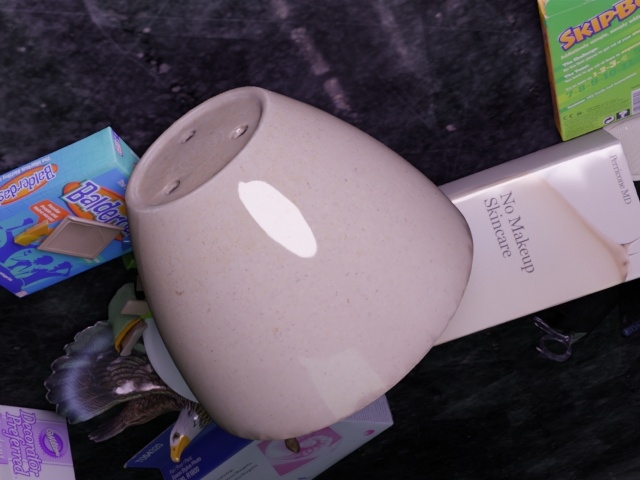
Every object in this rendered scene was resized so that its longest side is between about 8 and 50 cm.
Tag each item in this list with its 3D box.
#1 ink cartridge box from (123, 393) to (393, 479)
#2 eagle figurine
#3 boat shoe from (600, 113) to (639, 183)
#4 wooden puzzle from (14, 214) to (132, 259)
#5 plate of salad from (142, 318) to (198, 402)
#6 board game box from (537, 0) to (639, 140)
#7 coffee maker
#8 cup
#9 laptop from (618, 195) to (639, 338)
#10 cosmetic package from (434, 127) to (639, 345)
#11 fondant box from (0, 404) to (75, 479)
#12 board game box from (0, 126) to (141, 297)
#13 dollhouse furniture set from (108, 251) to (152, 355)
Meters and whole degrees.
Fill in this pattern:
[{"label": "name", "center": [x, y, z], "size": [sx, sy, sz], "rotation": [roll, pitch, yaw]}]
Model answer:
[{"label": "ink cartridge box", "center": [-0.102, 0.341, 1.843], "size": [0.330, 0.071, 0.324], "rotation": [10, 142, -40]}, {"label": "eagle figurine", "center": [-0.186, 0.195, 1.486], "size": [0.298, 0.225, 0.226], "rotation": [8, 109, 16]}, {"label": "boat shoe", "center": [0.343, -0.099, 1.338], "size": [0.233, 0.084, 0.079], "rotation": [-27, -173, 5]}, {"label": "wooden puzzle", "center": [-0.249, -0.005, 1.150], "size": [0.079, 0.014, 0.116], "rotation": [-31, 147, 32]}, {"label": "plate of salad", "center": [-0.118, 0.107, 1.372], "size": [0.200, 0.199, 0.048], "rotation": [-17, -168, 1]}, {"label": "board game box", "center": [0.298, -0.201, 1.163], "size": [0.124, 0.039, 0.259], "rotation": [-20, 153, 6]}, {"label": "coffee maker", "center": [0.368, 0.051, 1.485], "size": [0.120, 0.171, 0.178], "rotation": [12, 141, -14]}, {"label": "cup", "center": [-0.053, -0.008, 1.087], "size": [0.331, 0.331, 0.237], "rotation": [-28, 122, 19]}, {"label": "laptop", "center": [0.464, -0.031, 1.312], "size": [0.137, 0.264, 0.234], "rotation": [11, 154, -11]}, {"label": "cosmetic package", "center": [0.206, 0.002, 1.266], "size": [0.310, 0.160, 0.113], "rotation": [-20, -170, 9]}, {"label": "fondant box", "center": [-0.484, 0.335, 1.474], "size": [0.330, 0.238, 0.096], "rotation": [18, 135, -44]}, {"label": "board game box", "center": [-0.271, -0.024, 1.168], "size": [0.210, 0.047, 0.160], "rotation": [-23, 149, 10]}, {"label": "dollhouse furniture set", "center": [-0.232, 0.066, 1.314], "size": [0.059, 0.076, 0.151], "rotation": [7, 133, -38]}]
